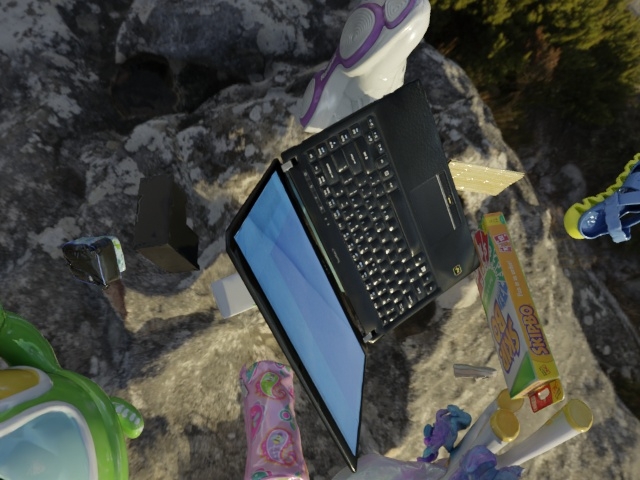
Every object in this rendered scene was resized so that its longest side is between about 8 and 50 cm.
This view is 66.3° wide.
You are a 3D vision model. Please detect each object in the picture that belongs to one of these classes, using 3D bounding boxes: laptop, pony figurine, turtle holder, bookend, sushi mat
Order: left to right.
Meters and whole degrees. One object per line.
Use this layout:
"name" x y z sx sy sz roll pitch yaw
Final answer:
"turtle holder" -0.327 0.226 0.495 0.243 0.227 0.321 10 76 21
"bookend" -0.312 -0.031 1.022 0.072 0.156 0.157 -7 67 8
"laptop" 0.061 0.014 0.447 0.264 0.136 0.234 -32 115 -15
"pony figurine" 0.206 0.393 0.744 0.303 0.363 0.351 44 44 16
"sushi mat" 0.515 -0.208 1.641 0.316 0.151 0.019 5 67 -24

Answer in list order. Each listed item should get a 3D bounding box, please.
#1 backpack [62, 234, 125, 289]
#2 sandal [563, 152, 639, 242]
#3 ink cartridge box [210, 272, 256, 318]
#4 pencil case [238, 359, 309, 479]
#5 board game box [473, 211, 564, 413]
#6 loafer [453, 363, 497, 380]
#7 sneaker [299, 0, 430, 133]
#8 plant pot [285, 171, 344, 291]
"backpack" -0.477 0.039 1.037 0.114 0.084 0.105 4 113 26
"sandal" 0.752 -0.099 1.164 0.317 0.138 0.126 -44 113 8
"ink cartridge box" -0.187 0.123 1.229 0.160 0.219 0.093 -21 87 -14
"pencil case" -0.097 0.359 0.936 0.124 0.284 0.124 -6 124 -8
"board game box" 0.265 0.102 0.688 0.039 0.124 0.260 -11 62 -1
"loafer" 0.408 0.351 1.294 0.045 0.125 0.039 3 85 -41
"sneaker" 0.084 -0.248 0.734 0.152 0.305 0.114 15 69 -20
"plant pot" 0.000 0.000 1.505 0.334 0.341 0.341 18 78 -4
